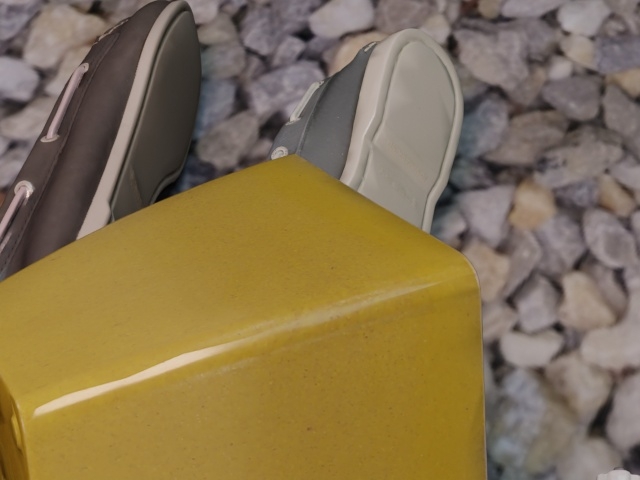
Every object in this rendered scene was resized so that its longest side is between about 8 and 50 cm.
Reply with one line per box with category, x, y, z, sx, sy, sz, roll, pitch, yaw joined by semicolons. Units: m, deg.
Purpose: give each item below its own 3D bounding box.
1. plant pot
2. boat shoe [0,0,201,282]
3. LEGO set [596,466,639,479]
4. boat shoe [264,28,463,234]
plant pot;-0.054;0.098;0.691;0.187;0.212;0.212;-12;20;-20
boat shoe;-0.148;-0.047;0.924;0.095;0.112;0.335;1;42;9
LEGO set;0.284;0.182;0.765;0.287;0.132;0.107;-5;51;18
boat shoe;0.000;0.000;0.938;0.099;0.116;0.319;-14;41;41
